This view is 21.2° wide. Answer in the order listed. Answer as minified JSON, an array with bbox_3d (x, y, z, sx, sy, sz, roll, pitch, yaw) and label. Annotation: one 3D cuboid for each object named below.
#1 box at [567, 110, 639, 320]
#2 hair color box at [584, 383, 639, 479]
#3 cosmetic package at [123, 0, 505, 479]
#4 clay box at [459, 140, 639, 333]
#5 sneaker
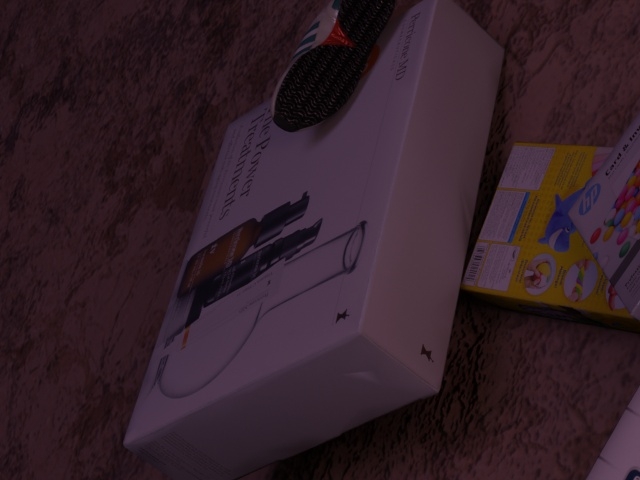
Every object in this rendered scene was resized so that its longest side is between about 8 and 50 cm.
[{"bbox_3d":[0.231,-0.036,1.096,0.145,0.038,0.186,-56,13,15],"label":"box"},{"bbox_3d":[0.275,0.128,1.012,0.347,0.105,0.174,-60,33,2],"label":"hair color box"},{"bbox_3d":[0.000,0.000,1.428,0.284,0.097,0.377,-27,35,38],"label":"cosmetic package"},{"bbox_3d":[0.208,-0.002,1.245,0.222,0.053,0.127,10,76,55],"label":"clay box"},{"bbox_3d":[0.005,-0.152,1.459,0.161,0.057,0.075,-60,9,-18],"label":"sneaker"}]
